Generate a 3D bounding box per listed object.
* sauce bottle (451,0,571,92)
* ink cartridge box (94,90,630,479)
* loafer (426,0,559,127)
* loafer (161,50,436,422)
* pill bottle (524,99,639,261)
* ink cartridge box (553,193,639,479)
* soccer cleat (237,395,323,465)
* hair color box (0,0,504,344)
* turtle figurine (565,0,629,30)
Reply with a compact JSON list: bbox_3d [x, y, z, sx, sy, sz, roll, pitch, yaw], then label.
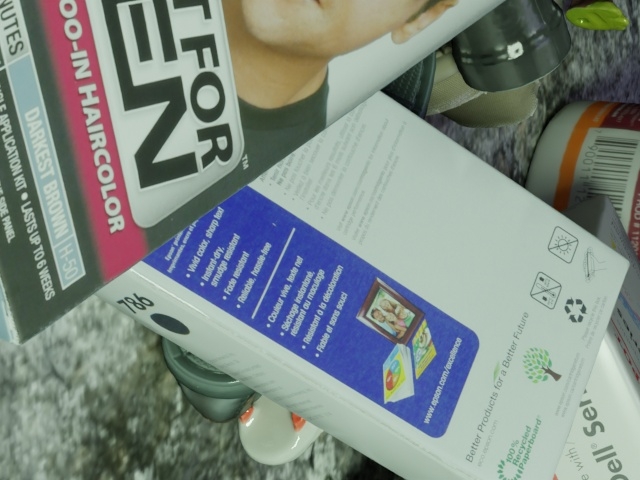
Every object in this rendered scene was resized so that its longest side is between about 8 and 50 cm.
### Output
[{"bbox_3d":[0.054,-0.239,0.983,0.111,0.111,0.344,-57,131,-42],"label":"sauce bottle"},{"bbox_3d":[0.000,0.000,0.926,0.333,0.065,0.165,34,65,-19],"label":"ink cartridge box"},{"bbox_3d":[0.107,-0.118,1.209,0.268,0.102,0.092,-34,120,-58],"label":"loafer"},{"bbox_3d":[-0.015,-0.017,1.023,0.267,0.096,0.084,-61,167,-26],"label":"loafer"},{"bbox_3d":[0.383,0.006,1.478,0.224,0.392,0.224,-29,122,-60],"label":"pill bottle"},{"bbox_3d":[0.182,0.119,1.233,0.207,0.119,0.353,63,17,-10],"label":"ink cartridge box"},{"bbox_3d":[0.002,0.051,1.082,0.076,0.068,0.196,59,42,-57],"label":"soccer cleat"},{"bbox_3d":[-0.053,-0.137,0.770,0.374,0.114,0.185,-38,132,-39],"label":"hair color box"},{"bbox_3d":[0.250,-0.300,1.477,0.217,0.087,0.269,-64,158,-19],"label":"turtle figurine"}]
